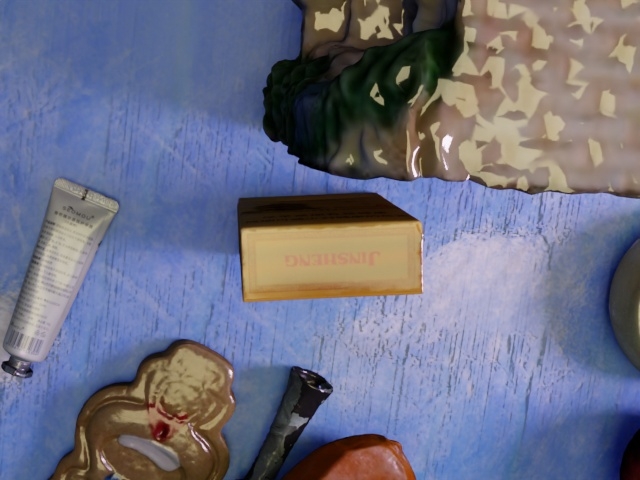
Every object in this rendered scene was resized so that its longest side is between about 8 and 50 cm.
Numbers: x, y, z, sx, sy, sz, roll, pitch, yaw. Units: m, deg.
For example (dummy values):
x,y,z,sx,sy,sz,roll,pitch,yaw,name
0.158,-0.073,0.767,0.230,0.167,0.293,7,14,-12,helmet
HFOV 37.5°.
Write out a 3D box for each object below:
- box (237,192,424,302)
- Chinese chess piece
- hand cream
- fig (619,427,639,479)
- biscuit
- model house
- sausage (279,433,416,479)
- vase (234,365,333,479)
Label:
x,y,z,sx,sy,sz,roll,pitch,yaw,name
0.000,0.000,1.007,0.174,0.274,0.076,-1,98,-5,box
0.473,0.079,1.158,0.238,0.092,0.237,-1,98,-5,Chinese chess piece
-0.315,0.047,1.105,0.080,0.050,0.233,22,92,-8,hand cream
0.487,0.291,1.170,0.250,0.186,0.203,-12,128,-45,fig
-0.226,0.261,1.147,0.320,0.047,0.183,-33,98,2,biscuit
0.157,-0.261,0.899,0.395,0.445,0.399,6,100,-4,model house
0.004,0.336,1.096,0.153,0.141,0.268,45,64,5,sausage
-0.046,0.239,1.151,0.059,0.059,0.167,26,96,-9,vase
